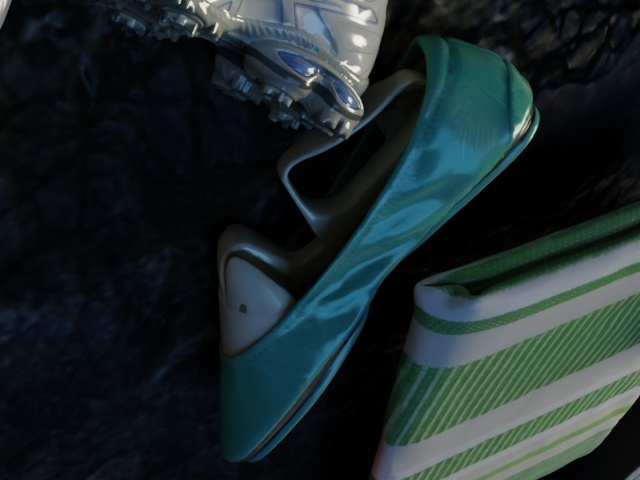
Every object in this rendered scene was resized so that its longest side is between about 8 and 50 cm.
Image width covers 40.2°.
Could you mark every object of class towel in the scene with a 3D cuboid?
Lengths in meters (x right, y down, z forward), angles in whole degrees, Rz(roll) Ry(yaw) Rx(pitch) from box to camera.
[{"bbox_3d":[0.137,0.094,0.566,0.248,0.038,0.325,-19,146,-21],"label":"towel"}]

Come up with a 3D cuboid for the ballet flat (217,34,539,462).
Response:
[{"bbox_3d":[0.000,0.000,0.438,0.087,0.083,0.247,34,102,-19],"label":"ballet flat"}]

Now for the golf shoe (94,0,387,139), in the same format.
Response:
[{"bbox_3d":[-0.039,-0.111,0.339,0.176,0.069,0.086,28,86,-46],"label":"golf shoe"}]

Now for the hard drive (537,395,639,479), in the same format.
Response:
[{"bbox_3d":[0.288,0.244,0.811,0.339,0.064,0.237,-44,135,6],"label":"hard drive"}]

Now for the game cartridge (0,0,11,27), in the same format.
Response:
[{"bbox_3d":[-0.199,-0.029,0.193,0.294,0.060,0.196,-62,147,-23],"label":"game cartridge"}]
